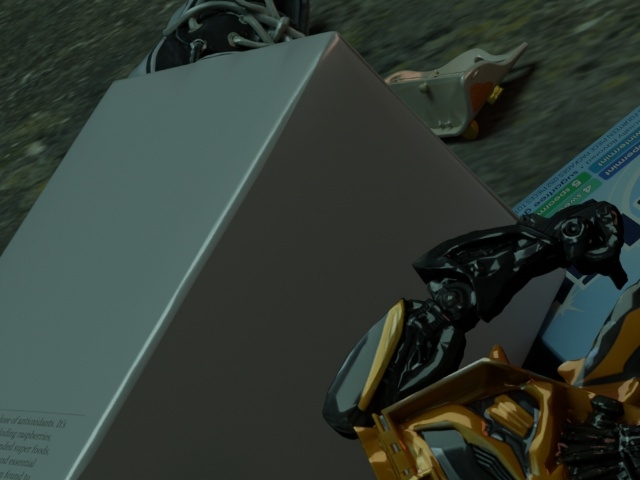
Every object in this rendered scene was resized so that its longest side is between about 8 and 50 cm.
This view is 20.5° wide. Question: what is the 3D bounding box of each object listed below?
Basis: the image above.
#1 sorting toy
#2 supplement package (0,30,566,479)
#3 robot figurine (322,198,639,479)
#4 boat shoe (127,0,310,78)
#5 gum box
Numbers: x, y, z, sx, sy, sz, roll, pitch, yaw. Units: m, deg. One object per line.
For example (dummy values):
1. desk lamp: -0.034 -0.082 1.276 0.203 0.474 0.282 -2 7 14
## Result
1. sorting toy: 0.091 -0.099 1.090 0.075 0.045 0.083 -43 24 -28
2. supplement package: -0.056 0.082 0.770 0.177 0.175 0.293 -5 50 52
3. robot figurine: 0.141 0.058 0.582 0.291 0.211 0.085 -27 -18 2
4. boat shoe: -0.054 -0.125 1.242 0.105 0.113 0.306 -44 12 23
5. gum box: 0.162 0.002 0.819 0.157 0.041 0.184 -39 26 -1
